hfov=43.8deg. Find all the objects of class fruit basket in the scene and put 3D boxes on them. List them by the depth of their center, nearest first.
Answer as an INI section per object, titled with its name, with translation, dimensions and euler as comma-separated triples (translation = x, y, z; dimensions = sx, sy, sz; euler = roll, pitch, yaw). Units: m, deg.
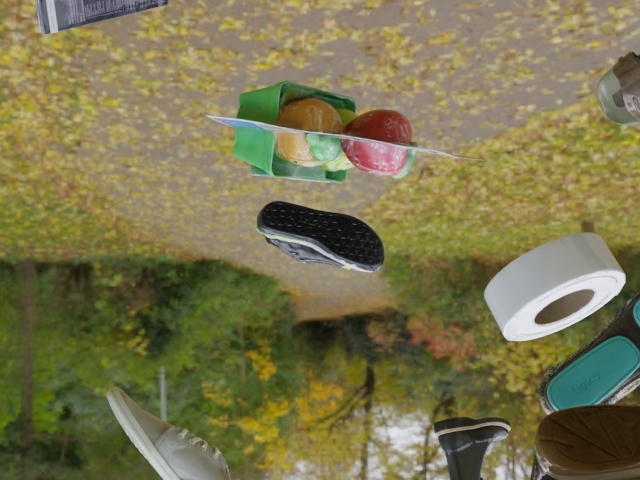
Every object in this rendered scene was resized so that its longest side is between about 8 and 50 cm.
[fruit basket]
translation = 0.043, -0.154, 1.311
dimensions = 0.353, 0.165, 0.327
euler = 19, -169, 31

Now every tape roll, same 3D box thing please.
[tape roll]
translation = 0.500, 0.103, 1.704
dimensions = 0.286, 0.100, 0.286
euler = -17, 150, -10

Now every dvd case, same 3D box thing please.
[dvd case]
translation = -0.330, -0.414, 1.199
dimensions = 0.221, 0.164, 0.018
euler = -28, -133, -35

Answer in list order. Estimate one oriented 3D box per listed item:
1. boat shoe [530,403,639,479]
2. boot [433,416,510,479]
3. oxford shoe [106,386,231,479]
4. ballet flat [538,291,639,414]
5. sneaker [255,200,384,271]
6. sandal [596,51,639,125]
[boat shoe]
translation = 0.419, 0.267, 0.955
dimensions = 0.342, 0.123, 0.123
euler = -4, -143, -6
[boot]
translation = 0.290, 0.402, 1.478
dimensions = 0.198, 0.137, 0.077
euler = 9, 152, -38
[oxford shoe]
translation = -0.291, 0.476, 1.729
dimensions = 0.130, 0.449, 0.169
euler = -43, 173, -15
[ballet flat]
translation = 0.660, 0.206, 1.641
dimensions = 0.483, 0.164, 0.182
euler = -38, 165, 12
[sneaker]
translation = 0.000, 0.000, 1.353
dimensions = 0.235, 0.084, 0.097
euler = 22, 152, 14
[sandal]
translation = 0.450, -0.213, 1.114
dimensions = 0.086, 0.120, 0.303
euler = -21, 174, -5
